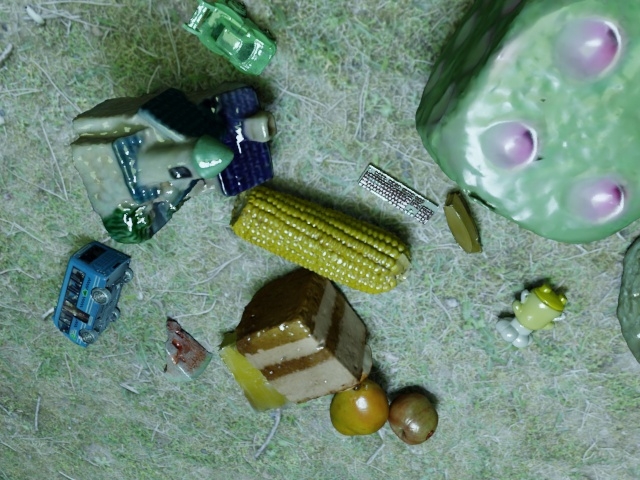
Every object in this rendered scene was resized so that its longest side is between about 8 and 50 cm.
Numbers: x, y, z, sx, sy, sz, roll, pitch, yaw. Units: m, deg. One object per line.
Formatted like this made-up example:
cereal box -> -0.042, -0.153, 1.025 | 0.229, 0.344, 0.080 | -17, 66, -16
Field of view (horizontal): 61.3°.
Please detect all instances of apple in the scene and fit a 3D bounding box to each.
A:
apple -> 0.224, 0.431, 1.315 | 0.126, 0.102, 0.126 | 41, 152, 27

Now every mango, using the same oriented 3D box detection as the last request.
mango -> 0.091, 0.418, 1.321 | 0.139, 0.113, 0.253 | 21, 141, 3

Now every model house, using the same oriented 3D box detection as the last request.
model house -> -0.227, -0.156, 0.958 | 0.285, 0.298, 0.243 | -8, 118, 15

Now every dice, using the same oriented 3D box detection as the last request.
dice -> 0.348, -0.214, 0.792 | 0.330, 0.318, 0.322 | 29, 121, -6

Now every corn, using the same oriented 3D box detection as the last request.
corn -> 0.000, 0.000, 1.095 | 0.388, 0.144, 0.143 | 20, 122, -2

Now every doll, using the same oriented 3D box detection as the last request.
doll -> 0.443, 0.162, 1.141 | 0.106, 0.062, 0.162 | 32, 121, -3

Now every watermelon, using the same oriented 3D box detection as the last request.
watermelon -> -0.344, 0.289, 1.365 | 0.121, 0.098, 0.158 | 9, 117, 6

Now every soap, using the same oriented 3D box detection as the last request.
soap -> -0.148, 0.324, 1.353 | 0.135, 0.076, 0.233 | -17, 116, 22

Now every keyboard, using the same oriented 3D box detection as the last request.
keyboard -> 0.156, -0.091, 1.080 | 0.166, 0.017, 0.055 | 31, 121, -7

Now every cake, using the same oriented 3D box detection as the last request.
cake -> -0.020, 0.228, 1.208 | 0.199, 0.196, 0.293 | -27, 116, 26

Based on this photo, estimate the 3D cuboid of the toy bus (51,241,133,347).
toy bus -> -0.554, 0.132, 1.303 | 0.134, 0.113, 0.246 | 29, 120, -1

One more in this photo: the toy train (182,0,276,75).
toy train -> -0.156, -0.358, 0.953 | 0.149, 0.081, 0.099 | 38, 119, -11

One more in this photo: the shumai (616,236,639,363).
shumai -> 0.747, 0.126, 1.015 | 0.264, 0.304, 0.309 | 14, 127, -38

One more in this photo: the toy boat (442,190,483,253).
toy boat -> 0.287, -0.030, 1.071 | 0.047, 0.049, 0.149 | -1, 127, 48
